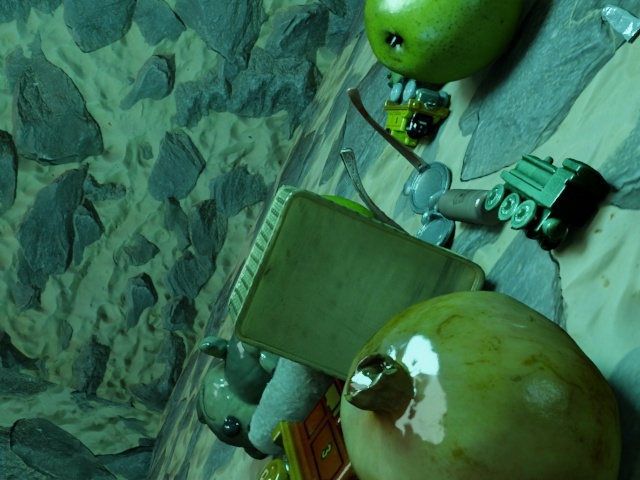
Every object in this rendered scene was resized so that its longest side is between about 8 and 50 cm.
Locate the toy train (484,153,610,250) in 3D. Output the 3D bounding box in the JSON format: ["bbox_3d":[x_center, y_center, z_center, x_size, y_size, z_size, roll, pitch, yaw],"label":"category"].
[{"bbox_3d":[0.274,-0.056,0.823,0.111,0.071,0.170,-55,16,12],"label":"toy train"}]

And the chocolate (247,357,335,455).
[{"bbox_3d":[-0.008,0.273,1.149,0.100,0.185,0.303,49,131,31],"label":"chocolate"}]

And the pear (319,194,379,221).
[{"bbox_3d":[0.031,0.025,1.123,0.187,0.220,0.187,-51,16,20],"label":"pear"}]

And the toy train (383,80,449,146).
[{"bbox_3d":[0.192,-0.259,1.375,0.219,0.089,0.127,-138,61,-74],"label":"toy train"}]

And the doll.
[{"bbox_3d":[-0.106,0.297,1.483,0.379,0.252,0.382,-28,-30,-49],"label":"doll"}]

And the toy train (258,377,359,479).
[{"bbox_3d":[0.031,0.345,0.936,0.231,0.163,0.369,-58,15,6],"label":"toy train"}]

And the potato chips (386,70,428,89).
[{"bbox_3d":[0.270,-0.479,1.460,0.429,0.070,0.358,-42,27,57],"label":"potato chips"}]

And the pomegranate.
[{"bbox_3d":[0.131,0.163,0.609,0.229,0.270,0.252,-51,28,26],"label":"pomegranate"}]

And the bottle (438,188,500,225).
[{"bbox_3d":[0.228,-0.052,1.002,0.053,0.053,0.140,-68,15,0],"label":"bottle"}]

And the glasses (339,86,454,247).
[{"bbox_3d":[0.107,-0.106,1.113,0.118,0.268,0.234,-33,33,36],"label":"glasses"}]

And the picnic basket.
[{"bbox_3d":[0.046,0.077,0.954,0.175,0.313,0.228,-151,83,-79],"label":"picnic basket"}]

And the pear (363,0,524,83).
[{"bbox_3d":[0.215,-0.411,1.152,0.294,0.294,0.294,-59,17,31],"label":"pear"}]

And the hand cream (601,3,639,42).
[{"bbox_3d":[0.388,-0.282,0.848,0.030,0.019,0.093,-57,25,31],"label":"hand cream"}]
